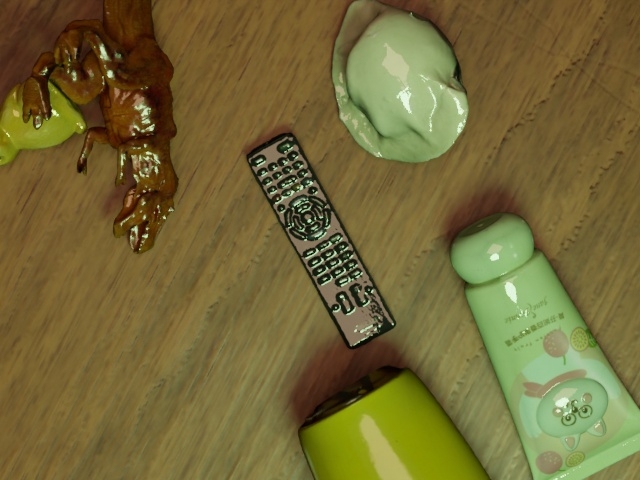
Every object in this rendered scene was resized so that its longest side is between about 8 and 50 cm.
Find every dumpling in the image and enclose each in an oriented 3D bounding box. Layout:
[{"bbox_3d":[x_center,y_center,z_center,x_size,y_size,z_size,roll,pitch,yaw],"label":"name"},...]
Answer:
[{"bbox_3d":[0.077,-0.168,1.938,0.176,0.092,0.150,42,104,-7],"label":"dumpling"}]

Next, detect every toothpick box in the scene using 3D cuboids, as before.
[{"bbox_3d":[0.093,0.270,1.905,0.175,0.175,0.271,-29,89,-1],"label":"toothpick box"}]

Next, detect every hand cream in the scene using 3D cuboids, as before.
[{"bbox_3d":[0.237,0.117,1.955,0.147,0.093,0.306,-28,101,-1],"label":"hand cream"}]

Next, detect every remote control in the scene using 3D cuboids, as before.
[{"bbox_3d":[0.000,0.000,1.967,0.063,0.025,0.245,-28,92,0],"label":"remote control"}]

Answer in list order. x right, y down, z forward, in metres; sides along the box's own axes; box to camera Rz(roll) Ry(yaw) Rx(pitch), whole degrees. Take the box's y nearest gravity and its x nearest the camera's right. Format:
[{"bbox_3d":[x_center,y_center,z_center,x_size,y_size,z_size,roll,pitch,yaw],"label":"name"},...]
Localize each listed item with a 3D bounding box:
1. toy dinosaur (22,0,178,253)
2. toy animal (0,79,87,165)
[{"bbox_3d":[-0.212,-0.196,1.887,0.097,0.208,0.432,8,98,38],"label":"toy dinosaur"},{"bbox_3d":[-0.334,-0.110,1.936,0.159,0.070,0.083,-33,94,4],"label":"toy animal"}]
